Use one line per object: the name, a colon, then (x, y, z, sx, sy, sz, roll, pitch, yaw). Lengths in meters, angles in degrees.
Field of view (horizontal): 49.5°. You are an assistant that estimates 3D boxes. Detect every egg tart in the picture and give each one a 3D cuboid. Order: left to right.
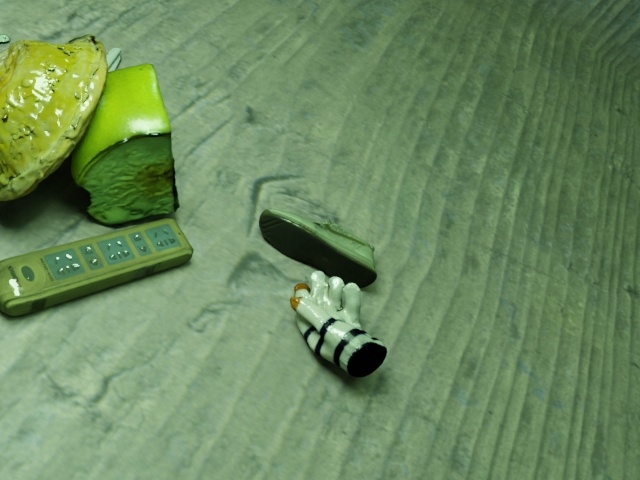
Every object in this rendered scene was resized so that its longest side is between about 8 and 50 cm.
egg tart: (-0.496, -0.224, 1.160, 0.132, 0.341, 0.341, 38, 39, -41)

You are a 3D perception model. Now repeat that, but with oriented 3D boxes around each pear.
pear: (-0.371, -0.204, 1.277, 0.177, 0.286, 0.281, -9, 62, -14)

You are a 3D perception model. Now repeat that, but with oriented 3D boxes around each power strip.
power strip: (-0.402, 0.041, 1.203, 0.388, 0.066, 0.092, -19, 67, -39)

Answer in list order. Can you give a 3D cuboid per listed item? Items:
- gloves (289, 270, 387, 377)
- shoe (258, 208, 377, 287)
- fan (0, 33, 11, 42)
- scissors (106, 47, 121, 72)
gloves: (0.022, 0.162, 1.346, 0.140, 0.131, 0.219, -19, 39, -35)
shoe: (0.000, 0.000, 1.454, 0.275, 0.103, 0.098, 30, 46, -17)
fan: (-0.716, -0.375, 1.356, 0.152, 0.008, 0.227, 49, 48, 10)
scissors: (-0.469, -0.345, 1.470, 0.101, 0.027, 0.204, 30, 49, -11)
